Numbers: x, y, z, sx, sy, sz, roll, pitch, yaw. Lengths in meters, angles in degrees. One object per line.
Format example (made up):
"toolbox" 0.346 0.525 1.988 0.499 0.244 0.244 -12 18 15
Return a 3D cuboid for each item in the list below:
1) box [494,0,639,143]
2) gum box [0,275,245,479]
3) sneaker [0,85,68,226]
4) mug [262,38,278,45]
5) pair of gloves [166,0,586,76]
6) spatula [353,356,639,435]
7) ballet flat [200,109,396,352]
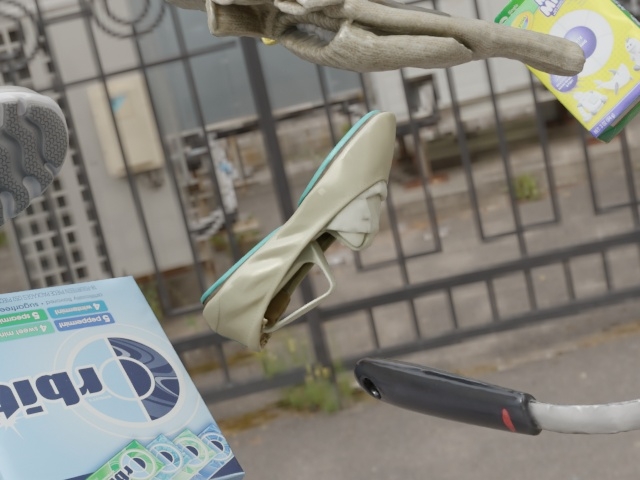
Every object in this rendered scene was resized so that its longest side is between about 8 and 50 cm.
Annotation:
"box" 0.252 -0.194 1.281 0.105 0.179 0.043 -47 -26 17
"gum box" -0.161 0.110 0.872 0.157 0.041 0.184 -7 49 -36
"sneaker" -0.315 -0.048 0.907 0.281 0.105 0.115 -22 40 -7
"mug" -0.051 -0.224 1.195 0.064 0.062 0.078 -26 41 40
"pair of gloves" -0.002 -0.119 0.714 0.204 0.042 0.240 2 14 -42
"spatula" 0.126 0.081 0.629 0.296 0.084 0.030 2 38 42
"ballet flat" 0.000 0.000 1.146 0.248 0.086 0.086 -48 8 12
